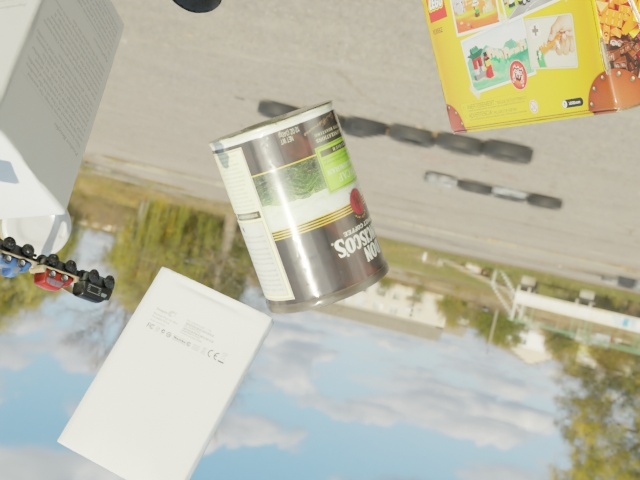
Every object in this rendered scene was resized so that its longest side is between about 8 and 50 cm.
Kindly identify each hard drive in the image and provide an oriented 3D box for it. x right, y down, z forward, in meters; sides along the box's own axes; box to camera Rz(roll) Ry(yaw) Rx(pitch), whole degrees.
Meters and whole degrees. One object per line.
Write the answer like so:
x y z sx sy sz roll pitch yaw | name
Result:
-0.232 0.213 1.248 0.203 0.307 0.040 23 162 14 | hard drive

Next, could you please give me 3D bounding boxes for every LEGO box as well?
0.379 -0.396 1.385 0.193 0.372 0.500 -17 -171 -18 | LEGO box

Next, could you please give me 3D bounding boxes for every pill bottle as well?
-0.626 -0.034 1.773 0.136 0.136 0.245 14 176 -25 | pill bottle

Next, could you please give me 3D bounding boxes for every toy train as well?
-0.271 0.033 0.825 0.027 0.036 0.158 -4 159 34 | toy train

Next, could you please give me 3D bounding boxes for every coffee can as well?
-0.032 -0.052 1.255 0.201 0.275 0.201 -19 -169 4 | coffee can

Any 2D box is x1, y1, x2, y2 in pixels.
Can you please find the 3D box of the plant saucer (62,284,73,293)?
-0.474 0.071 1.458 0.083 0.015 0.083 26 168 6 | plant saucer

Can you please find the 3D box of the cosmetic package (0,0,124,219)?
-0.490 -0.283 1.369 0.161 0.453 0.230 -4 144 14 | cosmetic package

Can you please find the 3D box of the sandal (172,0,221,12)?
-0.238 -0.480 1.367 0.054 0.097 0.254 42 168 40 | sandal
